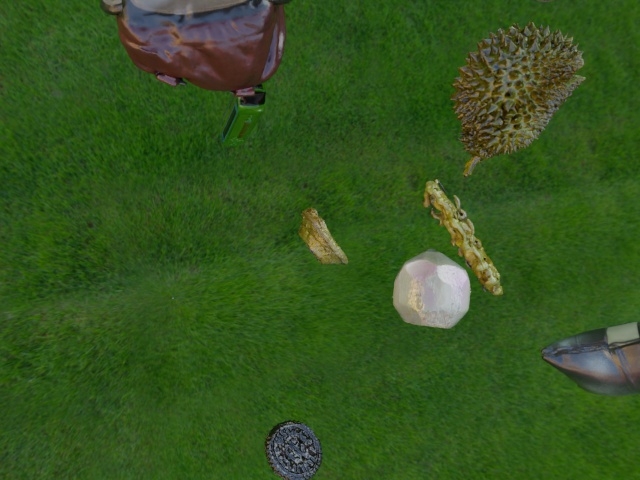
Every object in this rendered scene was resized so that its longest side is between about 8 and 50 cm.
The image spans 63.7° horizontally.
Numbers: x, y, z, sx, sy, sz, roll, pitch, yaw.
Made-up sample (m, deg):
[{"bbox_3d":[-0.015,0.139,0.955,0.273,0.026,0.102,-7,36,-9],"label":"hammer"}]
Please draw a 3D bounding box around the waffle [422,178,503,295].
[{"bbox_3d":[0.307,-0.002,1.112,0.060,0.262,0.280,-33,74,9],"label":"waffle"}]

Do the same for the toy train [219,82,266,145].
[{"bbox_3d":[-0.126,-0.203,0.843,0.044,0.209,0.042,-9,85,-20],"label":"toy train"}]

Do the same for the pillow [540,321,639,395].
[{"bbox_3d":[0.509,0.187,0.821,0.186,0.250,0.105,33,47,-37],"label":"pillow"}]

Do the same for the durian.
[{"bbox_3d":[0.216,-0.172,0.651,0.103,0.208,0.146,-13,47,-36],"label":"durian"}]

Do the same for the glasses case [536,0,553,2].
[{"bbox_3d":[0.302,-0.412,0.495,0.085,0.354,0.137,12,37,-24],"label":"glasses case"}]

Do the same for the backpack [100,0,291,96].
[{"bbox_3d":[-0.144,-0.289,0.645,0.230,0.138,0.229,1,53,-2],"label":"backpack"}]

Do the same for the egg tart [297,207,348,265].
[{"bbox_3d":[-0.002,0.000,1.564,0.090,0.212,0.212,-35,94,1],"label":"egg tart"}]

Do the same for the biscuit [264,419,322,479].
[{"bbox_3d":[-0.081,0.633,1.553,0.195,0.053,0.194,20,42,-19],"label":"biscuit"}]

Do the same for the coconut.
[{"bbox_3d":[0.336,0.140,1.537,0.227,0.227,0.230,8,85,-15],"label":"coconut"}]
